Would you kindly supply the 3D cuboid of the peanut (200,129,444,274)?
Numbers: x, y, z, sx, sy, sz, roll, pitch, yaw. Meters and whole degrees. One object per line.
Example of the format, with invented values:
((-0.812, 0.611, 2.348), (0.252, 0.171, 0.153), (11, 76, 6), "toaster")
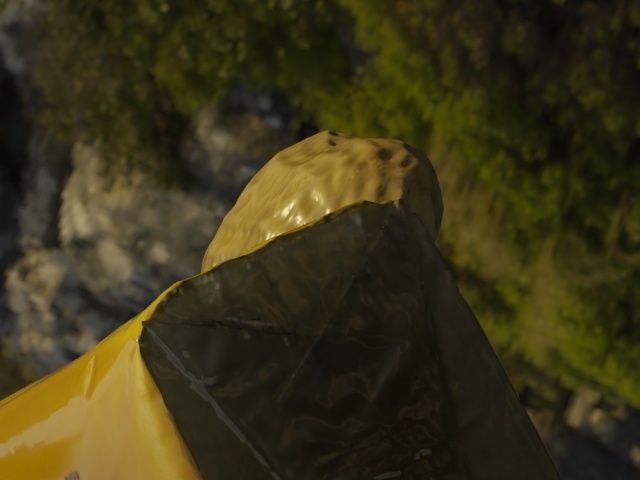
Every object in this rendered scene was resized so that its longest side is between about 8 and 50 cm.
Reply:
((0.000, 0.000, 1.409), (0.110, 0.196, 0.233), (42, 166, -19), "peanut")

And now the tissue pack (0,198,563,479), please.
((-0.047, 0.178, 1.101), (0.382, 0.228, 0.293), (-30, 86, 57), "tissue pack")
